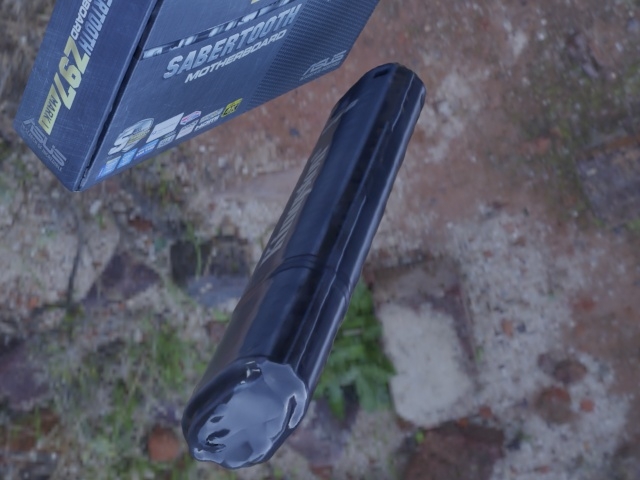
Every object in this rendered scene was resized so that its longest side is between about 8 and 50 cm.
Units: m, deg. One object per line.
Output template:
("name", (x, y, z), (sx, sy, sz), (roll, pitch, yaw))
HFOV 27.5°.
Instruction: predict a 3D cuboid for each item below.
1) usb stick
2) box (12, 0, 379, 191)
("usb stick", (0.000, 0.000, 0.650), (0.045, 0.278, 0.077), (32, 129, -6))
("box", (-0.038, -0.138, 0.693), (0.059, 0.233, 0.183), (45, 135, 13))
